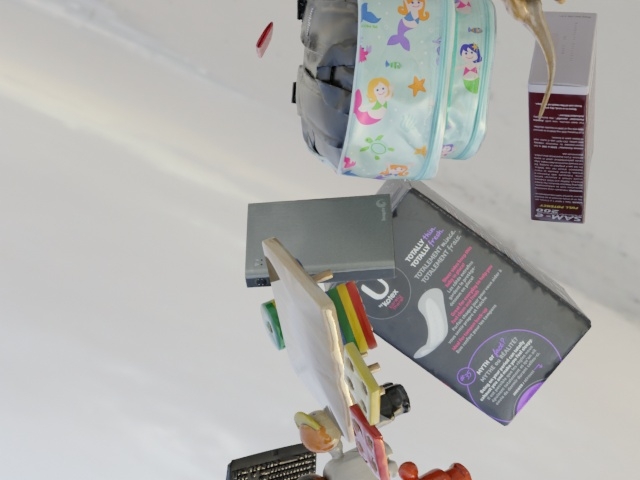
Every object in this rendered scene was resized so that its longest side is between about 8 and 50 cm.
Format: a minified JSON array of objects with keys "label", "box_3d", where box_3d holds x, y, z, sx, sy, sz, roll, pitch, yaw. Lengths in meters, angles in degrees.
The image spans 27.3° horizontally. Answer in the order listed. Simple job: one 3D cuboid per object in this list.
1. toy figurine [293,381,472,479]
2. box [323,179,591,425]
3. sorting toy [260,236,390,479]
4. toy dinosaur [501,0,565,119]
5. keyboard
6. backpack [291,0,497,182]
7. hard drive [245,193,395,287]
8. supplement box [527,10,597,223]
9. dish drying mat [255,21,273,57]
[{"label":"toy figurine","box_3d":[0.058,0.289,1.487,0.148,0.213,0.209,-22,-124,-23]},{"label":"box","box_3d":[0.154,0.063,1.545,0.270,0.165,0.143,37,-171,-11]},{"label":"sorting toy","box_3d":[0.010,0.077,1.071,0.046,0.132,0.274,-20,-150,-14]},{"label":"toy dinosaur","box_3d":[0.225,-0.252,1.417,0.064,0.112,0.211,-32,-95,-43]},{"label":"keyboard","box_3d":[-0.055,0.322,1.706,0.038,0.100,0.192,10,-173,35]},{"label":"backpack","box_3d":[0.070,-0.168,1.294,0.191,0.225,0.253,5,-168,-4]},{"label":"hard drive","box_3d":[0.000,0.000,1.203,0.135,0.022,0.094,-4,-134,3]},{"label":"supplement box","box_3d":[0.294,-0.146,1.597,0.073,0.130,0.239,4,140,14]},{"label":"dish drying mat","box_3d":[-0.060,-0.214,1.403,0.008,0.032,0.083,30,180,-2]}]
